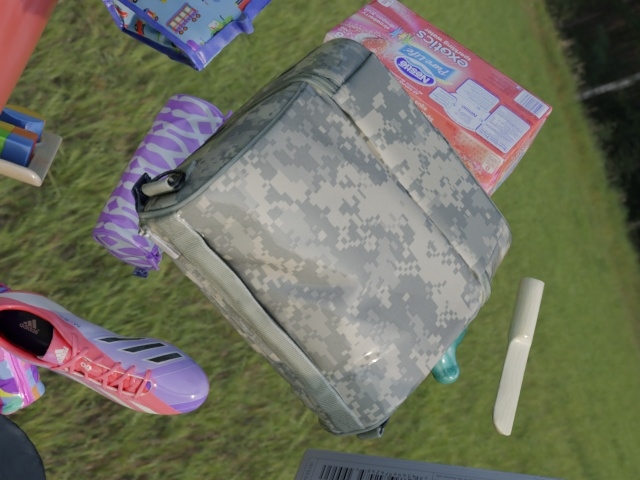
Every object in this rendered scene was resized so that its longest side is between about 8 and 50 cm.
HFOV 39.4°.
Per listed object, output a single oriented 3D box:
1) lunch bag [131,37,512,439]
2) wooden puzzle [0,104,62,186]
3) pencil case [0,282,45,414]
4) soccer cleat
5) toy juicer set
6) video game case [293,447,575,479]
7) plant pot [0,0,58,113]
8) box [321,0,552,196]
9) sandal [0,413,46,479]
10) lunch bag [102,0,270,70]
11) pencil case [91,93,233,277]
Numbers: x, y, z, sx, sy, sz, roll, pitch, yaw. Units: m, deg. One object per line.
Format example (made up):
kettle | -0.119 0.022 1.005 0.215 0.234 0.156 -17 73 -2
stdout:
lunch bag | 0.000 0.000 0.835 0.305 0.212 0.256 51 43 -16
wooden puzzle | -0.687 -0.233 1.783 0.322 0.081 0.348 19 15 -15
pencil case | -0.546 0.186 1.532 0.104 0.104 0.236 -83 169 -55
soccer cleat | -0.237 0.123 0.931 0.248 0.083 0.095 25 5 0
toy juicer set | 0.139 0.054 1.075 0.329 0.209 0.089 37 -12 -2
video game case | 0.102 0.305 0.729 0.300 0.328 0.036 -63 151 -53
plant pot | -0.428 -0.245 0.962 0.275 0.274 0.243 14 92 -70
box | 0.145 -0.188 1.256 0.300 0.142 0.154 37 52 12
sandal | -0.378 0.269 0.627 0.167 0.107 0.446 43 46 -2
lunch bag | -0.209 -0.421 1.506 0.293 0.221 0.138 36 -15 34
pencil case | -0.176 -0.066 1.004 0.086 0.088 0.206 48 59 -51
